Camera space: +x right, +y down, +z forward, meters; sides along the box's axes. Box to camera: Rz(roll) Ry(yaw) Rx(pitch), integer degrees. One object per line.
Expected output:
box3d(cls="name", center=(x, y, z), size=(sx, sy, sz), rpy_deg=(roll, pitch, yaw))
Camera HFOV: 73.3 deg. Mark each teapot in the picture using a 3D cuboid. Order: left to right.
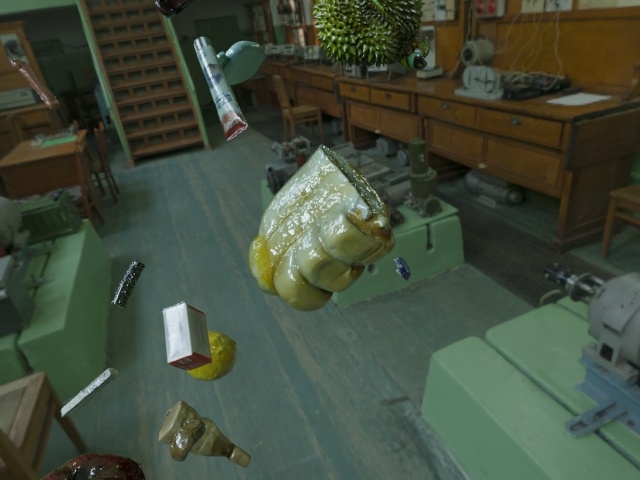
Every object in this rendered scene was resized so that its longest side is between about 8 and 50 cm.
box3d(cls="teapot", center=(-0.245, -0.406, 0.718), size=(0.068, 0.045, 0.100), rpy_deg=(-17, 36, 35))

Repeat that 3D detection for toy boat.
box3d(cls="toy boat", center=(0.236, 0.083, 1.247), size=(0.038, 0.038, 0.083), rpy_deg=(-13, 51, -9))

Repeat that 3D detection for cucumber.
box3d(cls="cucumber", center=(-0.727, 0.162, 1.630), size=(0.058, 0.058, 0.187), rpy_deg=(6, 65, 26))

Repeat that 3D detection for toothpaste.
box3d(cls="toothpaste", center=(-0.213, -0.323, 0.912), size=(0.062, 0.239, 0.039), rpy_deg=(-28, -12, 26))

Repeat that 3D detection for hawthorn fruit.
box3d(cls="hawthorn fruit", center=(-0.532, 0.668, 0.964), size=(0.285, 0.369, 0.284), rpy_deg=(18, 17, -6))

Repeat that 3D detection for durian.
box3d(cls="durian", center=(0.082, -0.360, 0.689), size=(0.198, 0.159, 0.146), rpy_deg=(-6, 27, -24))

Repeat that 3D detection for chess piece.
box3d(cls="chess piece", center=(-0.353, 0.632, 1.364), size=(0.137, 0.301, 0.137), rpy_deg=(-46, 19, 21))

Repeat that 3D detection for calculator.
box3d(cls="calculator", center=(-0.299, -0.646, 1.579), size=(0.184, 0.042, 0.295), rpy_deg=(-44, -1, 31))

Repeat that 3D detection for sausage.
box3d(cls="sausage", center=(-0.800, -0.441, 1.213), size=(0.036, 0.158, 0.042), rpy_deg=(-35, 20, -1))

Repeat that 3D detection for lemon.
box3d(cls="lemon", center=(-0.501, 0.526, 1.964), size=(0.234, 0.288, 0.233), rpy_deg=(-6, 68, 15))

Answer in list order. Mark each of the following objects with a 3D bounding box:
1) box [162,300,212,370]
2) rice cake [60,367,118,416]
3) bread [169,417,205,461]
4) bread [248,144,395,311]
box3d(cls="box", center=(-0.426, 0.306, 1.367), size=(0.099, 0.133, 0.182), rpy_deg=(-21, 62, 5))
box3d(cls="rice cake", center=(-0.939, 0.616, 1.749), size=(0.256, 0.052, 0.057), rpy_deg=(-41, -3, -3))
box3d(cls="bread", center=(-0.351, 0.517, 1.138), size=(0.060, 0.082, 0.113), rpy_deg=(30, 31, 8))
box3d(cls="bread", center=(0.000, 0.000, 0.972), size=(0.341, 0.210, 0.300), rpy_deg=(-47, 41, 14))
